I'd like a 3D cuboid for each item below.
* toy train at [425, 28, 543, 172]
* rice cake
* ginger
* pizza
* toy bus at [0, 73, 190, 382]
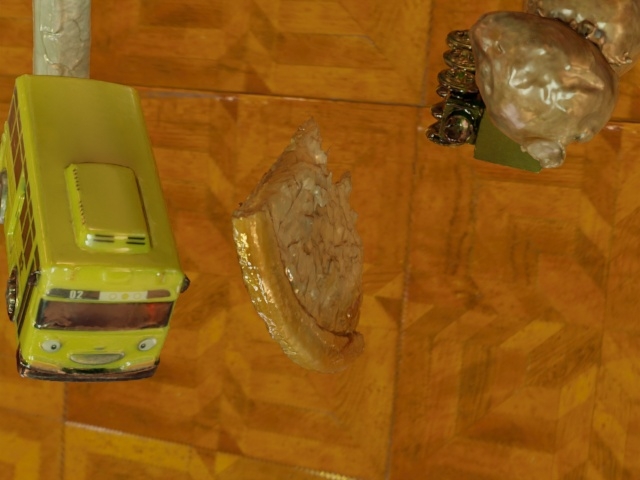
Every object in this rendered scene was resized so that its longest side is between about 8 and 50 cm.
[{"bbox_3d":[0.195,-0.162,1.148,0.137,0.225,0.090,13,124,5],"label":"toy train"},{"bbox_3d":[-0.288,-0.260,1.128,0.066,0.063,0.336,53,148,33],"label":"rice cake"},{"bbox_3d":[0.163,-0.140,0.649,0.104,0.204,0.080,44,144,-13],"label":"ginger"},{"bbox_3d":[0.000,0.000,0.830,0.034,0.262,0.181,-14,119,22],"label":"pizza"},{"bbox_3d":[-0.207,-0.017,0.894,0.150,0.128,0.262,-63,35,39],"label":"toy bus"}]
